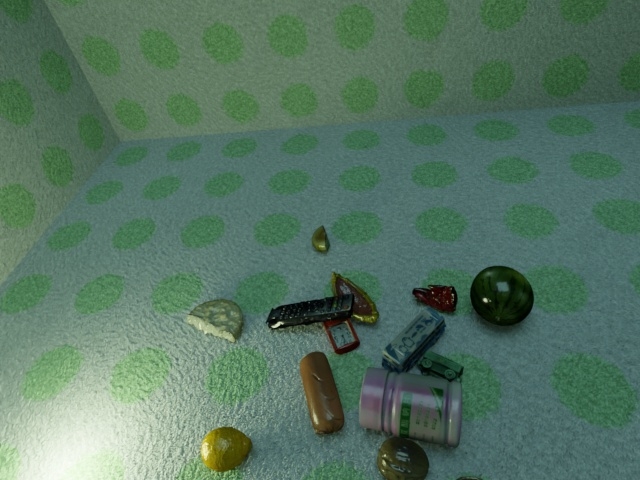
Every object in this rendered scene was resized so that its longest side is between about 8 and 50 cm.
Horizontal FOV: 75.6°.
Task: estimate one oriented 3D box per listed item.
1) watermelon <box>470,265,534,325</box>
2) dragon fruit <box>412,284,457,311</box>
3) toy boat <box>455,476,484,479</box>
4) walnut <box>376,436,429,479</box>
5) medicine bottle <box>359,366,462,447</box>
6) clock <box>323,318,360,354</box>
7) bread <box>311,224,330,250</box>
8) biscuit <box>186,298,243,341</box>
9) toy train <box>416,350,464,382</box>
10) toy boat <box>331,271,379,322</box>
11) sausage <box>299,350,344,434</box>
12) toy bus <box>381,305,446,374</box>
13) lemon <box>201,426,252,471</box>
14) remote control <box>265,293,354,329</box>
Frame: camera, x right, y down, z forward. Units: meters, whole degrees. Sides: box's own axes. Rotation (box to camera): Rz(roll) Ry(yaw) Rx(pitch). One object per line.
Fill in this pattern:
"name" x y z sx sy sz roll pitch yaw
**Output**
"watermelon" 0.725 0.222 1.657 0.241 0.243 0.243 -6 44 6
"dragon fruit" 0.489 0.246 1.773 0.192 0.123 0.093 11 63 18
"toy boat" 0.436 0.797 1.250 0.188 0.061 0.116 -24 44 -13
"walnut" 0.263 0.709 1.323 0.162 0.140 0.140 15 49 27
"medicine bottle" 0.309 0.563 1.408 0.324 0.212 0.212 5 46 17
"clock" 0.089 0.396 1.739 0.113 0.061 0.155 -19 47 -8
"bread" 0.000 0.000 2.146 0.094 0.083 0.157 -21 42 -6
"biscuit" -0.468 0.344 1.887 0.280 0.084 0.179 11 48 23
"toy train" 0.456 0.485 1.566 0.171 0.070 0.099 20 44 30
"toy boat" 0.149 0.265 1.835 0.140 0.099 0.318 -32 50 -16
"sausage" 0.003 0.567 1.534 0.120 0.121 0.304 -15 43 -4
"toy bus" 0.369 0.398 1.625 0.297 0.131 0.106 -38 50 -24
"lemon" -0.327 0.722 1.429 0.186 0.142 0.142 -9 43 5
"remote control" -0.042 0.317 1.790 0.397 0.062 0.145 -12 27 18
